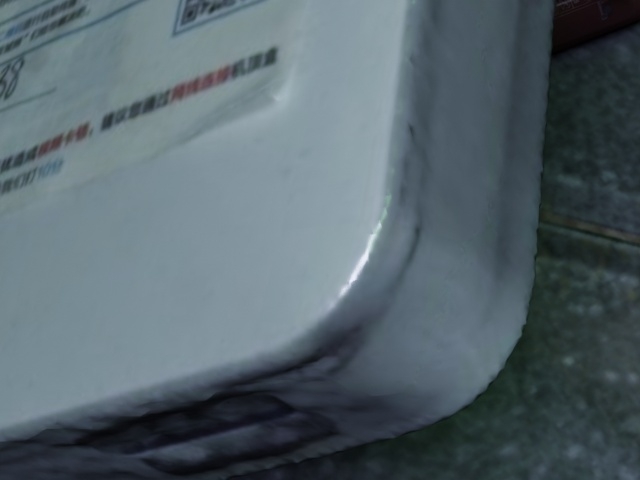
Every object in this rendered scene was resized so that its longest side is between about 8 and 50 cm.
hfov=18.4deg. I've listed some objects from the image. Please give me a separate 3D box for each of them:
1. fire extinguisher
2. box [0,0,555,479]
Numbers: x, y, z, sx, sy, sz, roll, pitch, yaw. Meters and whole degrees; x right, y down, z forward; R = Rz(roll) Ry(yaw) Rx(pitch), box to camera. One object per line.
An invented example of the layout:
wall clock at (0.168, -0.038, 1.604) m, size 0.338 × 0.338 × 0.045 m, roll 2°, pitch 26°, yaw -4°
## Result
fire extinguisher at (0.123, -0.128, 1.074) m, size 0.157 × 0.045 × 0.078 m, roll -22°, pitch 44°, yaw -13°
box at (-0.072, -0.080, 0.872) m, size 0.111 × 0.396 × 0.396 m, roll 32°, pitch 54°, yaw -38°
